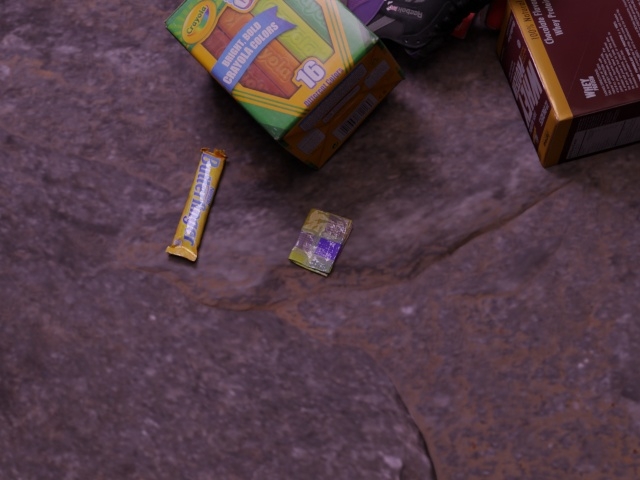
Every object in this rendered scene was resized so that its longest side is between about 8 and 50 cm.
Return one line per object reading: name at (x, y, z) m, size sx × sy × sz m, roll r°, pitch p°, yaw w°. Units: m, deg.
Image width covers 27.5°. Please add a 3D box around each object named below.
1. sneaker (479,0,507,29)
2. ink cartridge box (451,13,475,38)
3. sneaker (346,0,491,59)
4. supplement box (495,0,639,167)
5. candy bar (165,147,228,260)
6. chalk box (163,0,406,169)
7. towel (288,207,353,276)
sneaker at (0.342, -0.361, 1.776) m, size 0.279 × 0.107 × 0.118 m, roll -33°, pitch 66°, yaw -13°
ink cartridge box at (0.120, -0.449, 1.844) m, size 0.296 × 0.066 × 0.261 m, roll 22°, pitch 67°, yaw 10°
sneaker at (0.160, -0.301, 1.715) m, size 0.283 × 0.107 × 0.124 m, roll -7°, pitch 81°, yaw 39°
supplement box at (0.356, -0.227, 1.708) m, size 0.194 × 0.129 × 0.191 m, roll -15°, pitch 67°, yaw -6°
candy bar at (-0.158, -0.049, 1.696) m, size 0.040 × 0.018 × 0.162 m, roll 13°, pitch 68°, yaw 6°
chalk box at (-0.063, -0.263, 1.677) m, size 0.180 × 0.179 × 0.289 m, roll -46°, pitch 73°, yaw 4°
towel at (0.000, 0.000, 1.677) m, size 0.060 × 0.009 × 0.083 m, roll 23°, pitch 68°, yaw 9°
